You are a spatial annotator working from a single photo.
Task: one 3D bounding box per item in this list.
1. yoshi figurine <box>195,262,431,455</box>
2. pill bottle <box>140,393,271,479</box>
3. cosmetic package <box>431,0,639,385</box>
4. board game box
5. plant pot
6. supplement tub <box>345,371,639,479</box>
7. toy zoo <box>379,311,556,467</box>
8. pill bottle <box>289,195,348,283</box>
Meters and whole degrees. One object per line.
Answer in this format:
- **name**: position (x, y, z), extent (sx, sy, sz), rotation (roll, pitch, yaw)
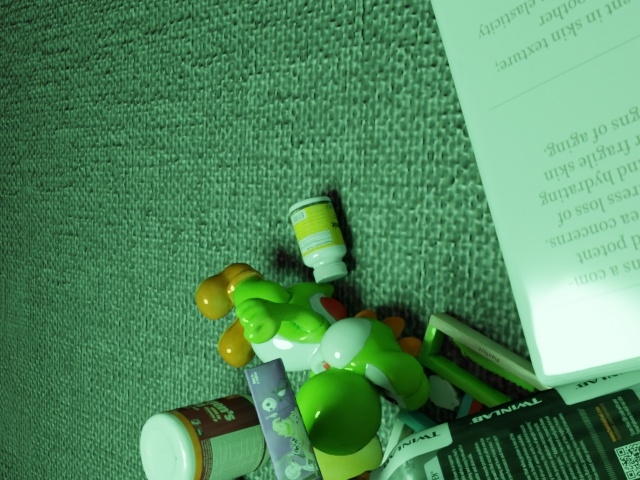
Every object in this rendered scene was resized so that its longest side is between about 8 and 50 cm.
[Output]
- **yoshi figurine**: position (-0.031, 0.168, 1.086), extent (0.362, 0.204, 0.202), rotation (18, 98, 41)
- **pill bottle**: position (-0.148, 0.298, 1.209), extent (0.121, 0.221, 0.121), rotation (4, 96, 44)
- **cosmetic package**: position (0.336, -0.123, 0.644), extent (0.330, 0.328, 0.393), rotation (-22, 77, 43)
- **board game box**: position (0.007, 0.312, 0.802), extent (0.208, 0.056, 0.346), rotation (83, 168, -48)
- **plant pot**: position (0.008, 0.314, 1.149), extent (0.134, 0.095, 0.134), rotation (4, 96, 44)
- **supplement tub**: position (0.206, 0.260, 0.780), extent (0.338, 0.207, 0.207), rotation (-19, 77, 5)
- **toy zoo**: position (0.178, 0.264, 1.026), extent (0.192, 0.030, 0.293), rotation (30, 113, 39)
- **pill bottle**: position (0.000, 0.000, 1.156), extent (0.065, 0.065, 0.116), rotation (-28, 74, 42)
